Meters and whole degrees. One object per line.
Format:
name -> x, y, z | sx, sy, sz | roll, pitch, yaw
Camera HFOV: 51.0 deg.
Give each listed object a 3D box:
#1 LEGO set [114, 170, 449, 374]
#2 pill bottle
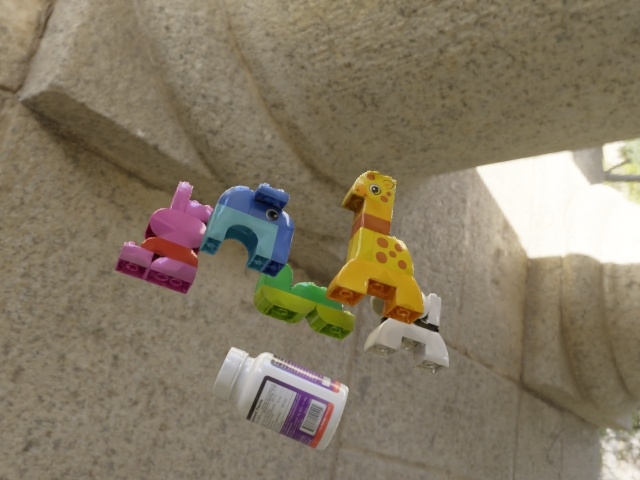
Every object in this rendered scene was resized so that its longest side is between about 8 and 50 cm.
LEGO set -> 0.000, 0.000, 0.433 | 0.227, 0.087, 0.093 | 21, 56, -15
pill bottle -> -0.064, 0.239, 1.041 | 0.194, 0.108, 0.108 | 23, 57, 1
